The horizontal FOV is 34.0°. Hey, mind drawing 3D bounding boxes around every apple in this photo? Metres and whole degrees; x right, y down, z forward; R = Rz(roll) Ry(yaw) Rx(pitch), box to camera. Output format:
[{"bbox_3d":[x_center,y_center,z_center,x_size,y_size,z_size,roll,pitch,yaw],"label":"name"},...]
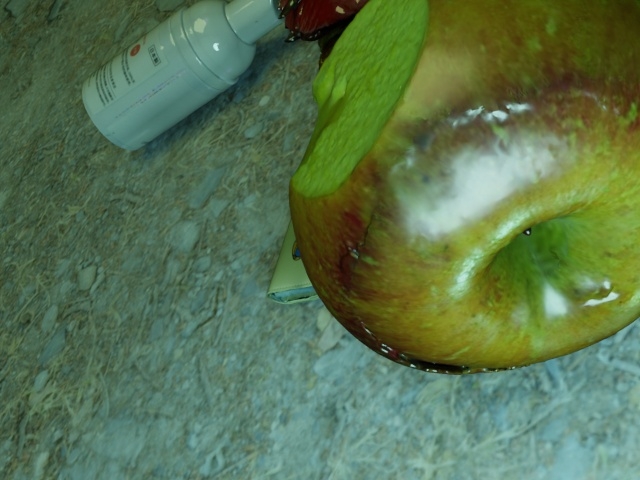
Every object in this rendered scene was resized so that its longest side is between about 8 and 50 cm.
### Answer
[{"bbox_3d":[0.147,-0.083,0.923,0.384,0.374,0.374,-25,42,12],"label":"apple"}]

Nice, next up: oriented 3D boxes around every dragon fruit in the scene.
[{"bbox_3d":[0.058,-0.372,1.353,0.343,0.100,0.282,1,48,51],"label":"dragon fruit"}]

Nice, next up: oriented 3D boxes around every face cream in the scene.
[{"bbox_3d":[-0.191,-0.287,1.621,0.369,0.145,0.145,-28,42,25],"label":"face cream"}]

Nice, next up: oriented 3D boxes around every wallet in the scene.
[{"bbox_3d":[0.000,0.000,1.264,0.110,0.039,0.155,-14,49,42],"label":"wallet"}]

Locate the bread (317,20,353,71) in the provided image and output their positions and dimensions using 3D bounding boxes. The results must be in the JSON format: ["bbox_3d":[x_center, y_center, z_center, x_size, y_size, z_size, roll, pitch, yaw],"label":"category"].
[{"bbox_3d":[0.059,-0.214,1.335,0.132,0.103,0.172,-29,42,25],"label":"bread"}]
